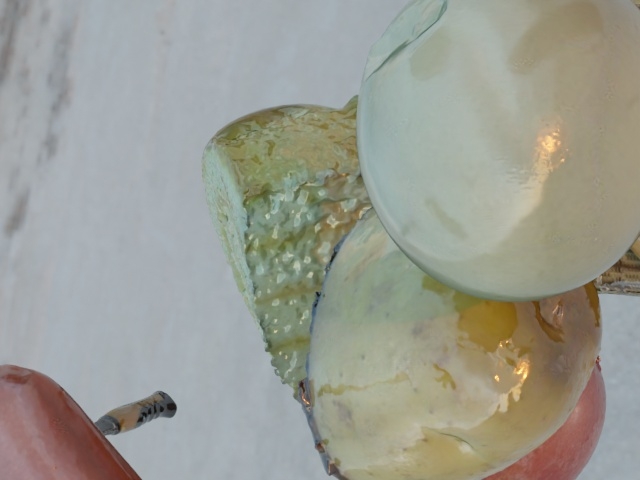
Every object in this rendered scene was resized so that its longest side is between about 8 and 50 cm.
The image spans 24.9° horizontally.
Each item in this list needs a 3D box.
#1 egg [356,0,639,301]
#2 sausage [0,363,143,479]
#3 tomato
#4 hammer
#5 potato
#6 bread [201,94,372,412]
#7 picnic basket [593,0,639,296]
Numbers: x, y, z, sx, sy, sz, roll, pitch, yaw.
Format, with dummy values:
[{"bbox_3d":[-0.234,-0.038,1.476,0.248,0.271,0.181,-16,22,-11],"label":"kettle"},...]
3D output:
[{"bbox_3d":[0.132,-0.079,0.987,0.269,0.219,0.219,-90,22,-47],"label":"egg"},{"bbox_3d":[-0.142,0.157,0.860,0.194,0.077,0.077,48,138,11],"label":"sausage"},{"bbox_3d":[0.187,0.191,1.634,0.265,0.265,0.264,-170,90,-68],"label":"tomato"},{"bbox_3d":[-0.166,0.143,1.135,0.021,0.078,0.201,-70,-14,10],"label":"hammer"},{"bbox_3d":[0.124,0.078,1.205,0.285,0.242,0.242,-57,9,-31],"label":"potato"},{"bbox_3d":[0.000,0.004,1.822,0.264,0.239,0.395,-119,15,-50],"label":"bread"},{"bbox_3d":[0.332,-0.103,1.307,0.175,0.228,0.312,4,104,31],"label":"picnic basket"}]
